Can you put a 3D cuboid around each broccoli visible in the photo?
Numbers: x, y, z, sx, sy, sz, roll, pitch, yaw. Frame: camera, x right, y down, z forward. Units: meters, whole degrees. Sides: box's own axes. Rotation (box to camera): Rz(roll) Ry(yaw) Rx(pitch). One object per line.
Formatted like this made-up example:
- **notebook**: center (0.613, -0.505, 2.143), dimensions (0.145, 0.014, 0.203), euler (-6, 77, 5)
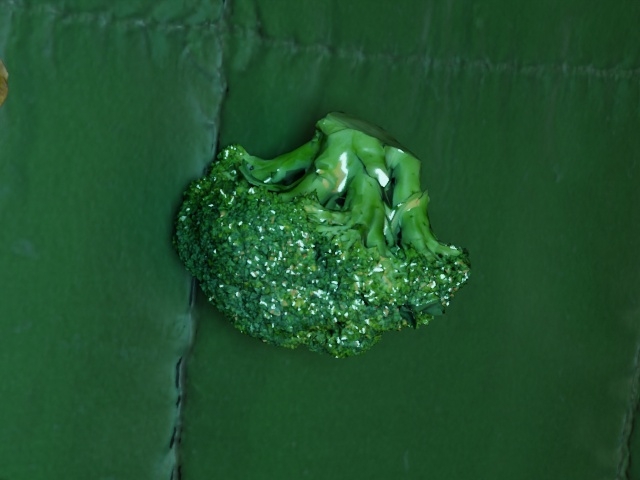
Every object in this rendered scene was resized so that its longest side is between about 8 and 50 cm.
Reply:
- **broccoli**: center (0.000, 0.000, 1.067), dimensions (0.195, 0.195, 0.156), euler (21, 104, -42)

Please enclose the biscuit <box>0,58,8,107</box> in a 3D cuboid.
- **biscuit**: center (-0.287, -0.145, 0.793), dimensions (0.049, 0.205, 0.324), euler (-38, 132, 27)
